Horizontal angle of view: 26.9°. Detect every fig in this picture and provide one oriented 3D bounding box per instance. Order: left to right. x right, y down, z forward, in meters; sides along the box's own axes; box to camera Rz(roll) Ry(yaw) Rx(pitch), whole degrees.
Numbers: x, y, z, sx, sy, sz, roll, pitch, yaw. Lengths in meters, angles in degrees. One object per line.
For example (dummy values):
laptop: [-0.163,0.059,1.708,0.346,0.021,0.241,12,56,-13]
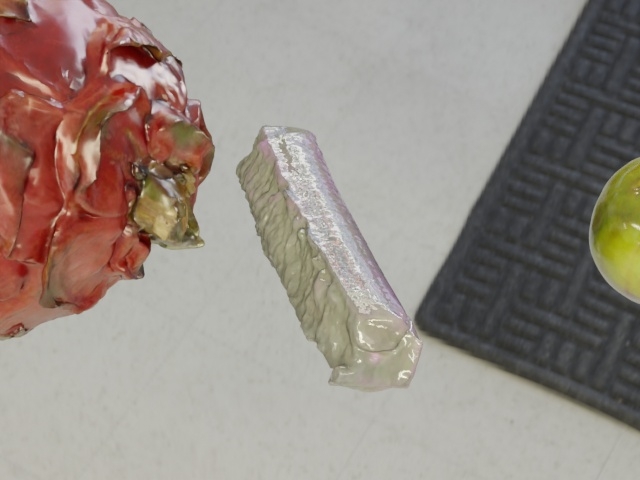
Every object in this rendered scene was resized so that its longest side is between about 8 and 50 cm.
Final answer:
fig: [0.190,0.005,0.745,0.093,0.166,0.093,-1,74,5]

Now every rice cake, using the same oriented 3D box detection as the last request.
rice cake: [0.000,0.001,0.740,0.055,0.049,0.270,22,19,-21]

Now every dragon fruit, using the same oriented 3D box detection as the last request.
dragon fruit: [-0.242,-0.065,0.950,0.342,0.277,0.277,15,56,5]
